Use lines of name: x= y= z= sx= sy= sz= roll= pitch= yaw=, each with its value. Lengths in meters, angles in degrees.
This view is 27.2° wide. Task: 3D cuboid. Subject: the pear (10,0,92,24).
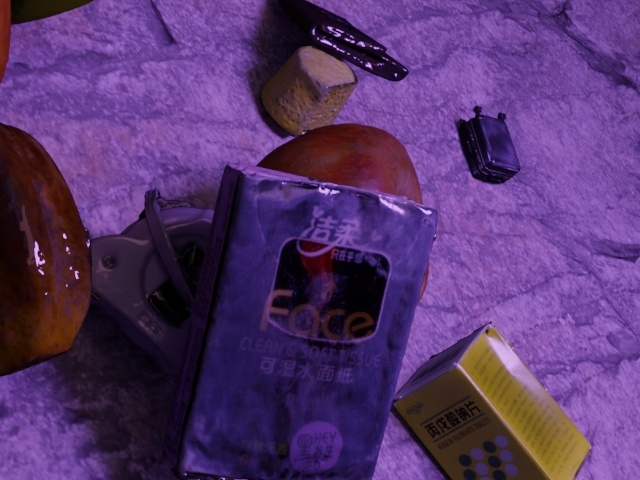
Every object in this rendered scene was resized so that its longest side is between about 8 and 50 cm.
pear: x=-0.419 y=-0.399 z=1.569 sx=0.399 sy=0.399 sz=0.165 roll=38 pitch=54 yaw=-16

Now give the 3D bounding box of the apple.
apple: x=0.000 y=0.000 z=1.756 sx=0.302 sy=0.301 sz=0.301 roll=25 pitch=46 yaw=-29

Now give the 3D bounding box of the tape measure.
tape measure: x=-0.175 y=0.051 z=1.604 sx=0.236 sy=0.120 sz=0.197 roll=44 pitch=73 yaw=-11

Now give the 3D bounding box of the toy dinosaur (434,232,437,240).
toy dinosaur: x=0.106 y=-0.032 z=2.008 sx=0.120 sy=0.079 sz=0.292 roll=22 pitch=44 yaw=-33

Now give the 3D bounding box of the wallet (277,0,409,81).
wallet: x=0.028 y=-0.331 z=2.106 sx=0.182 sy=0.049 sz=0.229 roll=23 pitch=14 yaw=-27

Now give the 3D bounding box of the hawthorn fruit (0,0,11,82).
hawthorn fruit: x=-0.514 y=-0.253 z=1.303 sx=0.472 sy=0.472 sz=0.471 roll=25 pitch=46 yaw=-29

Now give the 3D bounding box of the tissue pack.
tissue pack: x=-0.027 y=0.104 z=1.539 sx=0.259 sy=0.361 sz=0.122 roll=11 pitch=8 yaw=-25

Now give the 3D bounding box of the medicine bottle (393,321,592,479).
medicine bottle: x=0.241 y=0.263 z=1.861 sx=0.250 sy=0.137 sz=0.141 roll=51 pitch=39 yaw=-2

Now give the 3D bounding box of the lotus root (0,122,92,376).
lotus root: x=-0.347 y=0.010 z=1.456 sx=0.193 sy=0.193 sz=0.290 roll=-1 pitch=59 yaw=-44

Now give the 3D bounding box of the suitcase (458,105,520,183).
suitcase: x=0.295 y=-0.164 z=2.304 sx=0.086 sy=0.059 sz=0.126 roll=9 pitch=55 yaw=-38

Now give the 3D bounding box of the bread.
bread: x=-0.020 y=-0.230 z=2.012 sx=0.111 sy=0.114 sz=0.129 roll=50 pitch=35 yaw=9
